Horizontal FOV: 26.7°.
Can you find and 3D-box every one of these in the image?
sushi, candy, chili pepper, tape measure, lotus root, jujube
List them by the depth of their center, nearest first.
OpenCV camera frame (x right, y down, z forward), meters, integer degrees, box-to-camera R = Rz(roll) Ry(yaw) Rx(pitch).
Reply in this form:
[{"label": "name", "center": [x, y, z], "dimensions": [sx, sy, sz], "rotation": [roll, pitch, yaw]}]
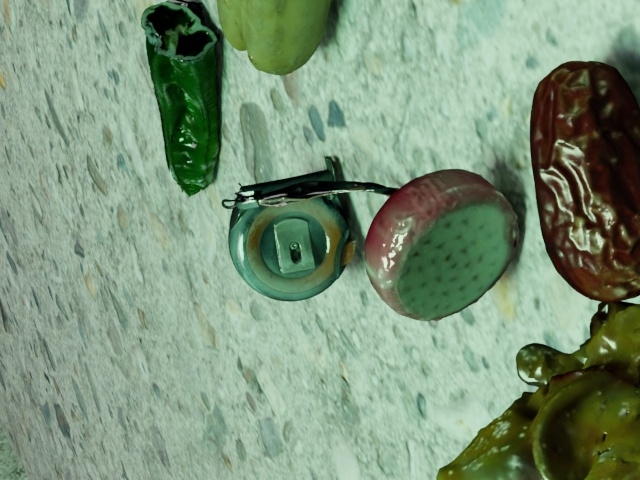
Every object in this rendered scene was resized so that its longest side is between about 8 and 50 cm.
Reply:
[{"label": "jujube", "center": [0.148, -0.032, 0.709], "dimensions": [0.077, 0.077, 0.129], "rotation": [-8, 97, 66]}, {"label": "sushi", "center": [0.157, 0.161, 0.719], "dimensions": [0.200, 0.213, 0.204], "rotation": [15, 140, 35]}, {"label": "candy", "center": [0.076, 0.003, 0.853], "dimensions": [0.043, 0.103, 0.103], "rotation": [47, 148, 45]}, {"label": "lotus root", "center": [-0.031, -0.197, 0.952], "dimensions": [0.090, 0.077, 0.183], "rotation": [44, 150, 32]}, {"label": "tape measure", "center": [-0.004, 0.001, 1.020], "dimensions": [0.180, 0.104, 0.107], "rotation": [13, 117, 64]}, {"label": "chili pepper", "center": [-0.128, -0.120, 1.268], "dimensions": [0.227, 0.059, 0.088], "rotation": [93, 152, -51]}]
